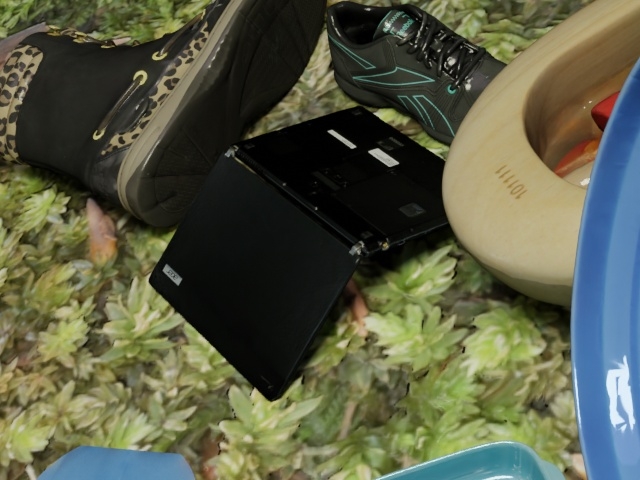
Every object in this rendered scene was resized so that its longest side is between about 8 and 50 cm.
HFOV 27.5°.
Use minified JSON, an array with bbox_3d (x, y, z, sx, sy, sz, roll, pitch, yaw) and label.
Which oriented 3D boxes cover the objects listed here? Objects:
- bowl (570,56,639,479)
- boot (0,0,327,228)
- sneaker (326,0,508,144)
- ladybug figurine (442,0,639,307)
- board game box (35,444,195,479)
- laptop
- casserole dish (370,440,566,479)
[{"bbox_3d":[0.258,0.050,0.781,0.077,0.391,0.391,3,46,-11],"label":"bowl"},{"bbox_3d":[-0.185,-0.197,1.455,0.284,0.138,0.377,15,64,34],"label":"boot"},{"bbox_3d":[0.107,-0.171,1.311,0.267,0.106,0.101,20,60,35],"label":"sneaker"},{"bbox_3d":[0.318,-0.090,1.098,0.449,0.162,0.305,-30,46,-2],"label":"ladybug figurine"},{"bbox_3d":[-0.182,0.244,1.130,0.168,0.033,0.133,1,47,20],"label":"board game box"},{"bbox_3d":[0.000,0.000,1.273,0.264,0.136,0.234,-20,40,-30],"label":"laptop"},{"bbox_3d":[0.100,0.222,0.999,0.188,0.037,0.114,-18,45,-1],"label":"casserole dish"}]
